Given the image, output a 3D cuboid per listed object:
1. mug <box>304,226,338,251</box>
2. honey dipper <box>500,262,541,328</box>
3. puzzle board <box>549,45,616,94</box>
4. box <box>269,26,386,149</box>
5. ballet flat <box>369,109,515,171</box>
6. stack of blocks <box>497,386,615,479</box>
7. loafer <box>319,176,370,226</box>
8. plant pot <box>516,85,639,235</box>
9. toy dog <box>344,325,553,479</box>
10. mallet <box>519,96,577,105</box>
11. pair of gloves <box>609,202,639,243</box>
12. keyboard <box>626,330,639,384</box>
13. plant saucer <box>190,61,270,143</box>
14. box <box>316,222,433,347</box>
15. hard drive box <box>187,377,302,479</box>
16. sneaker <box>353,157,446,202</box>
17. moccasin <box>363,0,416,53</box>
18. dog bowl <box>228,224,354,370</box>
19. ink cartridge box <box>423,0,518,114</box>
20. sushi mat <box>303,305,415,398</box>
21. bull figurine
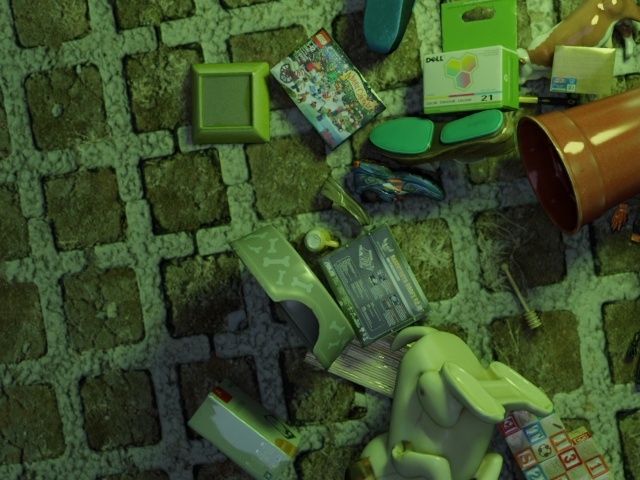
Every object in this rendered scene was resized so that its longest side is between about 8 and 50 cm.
[{"bbox_3d":[-0.003,-0.003,1.915,0.078,0.064,0.062,-20,90,7],"label":"mug"},{"bbox_3d":[0.452,0.123,1.891,0.030,0.030,0.161,-27,86,7],"label":"honey dipper"},{"bbox_3d":[0.556,-0.362,1.772,0.128,0.011,0.096,4,105,4],"label":"puzzle board"},{"bbox_3d":[0.018,-0.345,1.905,0.159,0.044,0.233,-38,88,7],"label":"box"},{"bbox_3d":[0.272,-0.210,1.832,0.342,0.124,0.116,-5,55,35],"label":"ballet flat"},{"bbox_3d":[0.532,0.484,1.869,0.171,0.087,0.297,-29,89,7],"label":"stack of blocks"},{"bbox_3d":[0.055,-0.081,1.912,0.050,0.056,0.148,-44,78,7],"label":"loafer"},{"bbox_3d":[0.596,-0.184,1.755,0.265,0.272,0.272,-22,90,-1],"label":"plant pot"},{"bbox_3d":[0.219,0.424,1.786,0.395,0.284,0.408,38,110,30],"label":"toy dog"},{"bbox_3d":[0.477,-0.323,1.863,0.189,0.039,0.062,-4,96,2],"label":"mallet"},{"bbox_3d":[0.692,-0.040,1.863,0.083,0.010,0.074,23,95,4],"label":"pair of gloves"},{"bbox_3d":[0.741,0.237,1.867,0.108,0.023,0.180,8,93,-1],"label":"keyboard"},{"bbox_3d":[-0.214,-0.320,1.932,0.188,0.045,0.188,0,92,6],"label":"plant saucer"},{"bbox_3d":[0.123,0.102,1.900,0.183,0.056,0.231,-29,87,3],"label":"box"},{"bbox_3d":[-0.168,0.433,1.898,0.232,0.181,0.089,37,96,3],"label":"hard drive box"},{"bbox_3d":[0.176,-0.123,1.891,0.221,0.083,0.087,16,108,11],"label":"sneaker"},{"bbox_3d":[0.162,-0.586,1.847,0.137,0.117,0.342,20,100,17],"label":"moccasin"},{"bbox_3d":[-0.055,0.115,1.799,0.102,0.349,0.349,-37,88,-5],"label":"dog bowl"},{"bbox_3d":[0.323,-0.404,1.808,0.188,0.097,0.255,0,93,35],"label":"ink cartridge box"},{"bbox_3d":[0.129,0.271,1.938,0.316,0.019,0.151,22,96,5],"label":"sushi mat"},{"bbox_3d":[0.570,-0.424,1.814,0.310,0.101,0.188,-44,95,12],"label":"bull figurine"}]
